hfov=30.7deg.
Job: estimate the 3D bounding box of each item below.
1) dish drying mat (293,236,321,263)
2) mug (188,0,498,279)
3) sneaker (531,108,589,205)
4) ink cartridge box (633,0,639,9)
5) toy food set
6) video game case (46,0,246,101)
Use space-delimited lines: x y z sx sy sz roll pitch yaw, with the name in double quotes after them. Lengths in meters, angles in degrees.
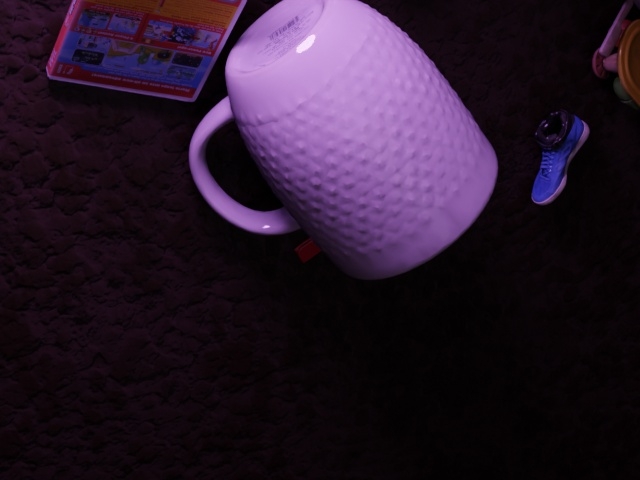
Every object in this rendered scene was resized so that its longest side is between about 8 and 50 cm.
0.000 0.000 1.759 0.083 0.008 0.032 -37 126 -8 "dish drying mat"
-0.003 -0.135 1.560 0.374 0.276 0.328 -26 123 23 "mug"
0.363 -0.135 1.852 0.085 0.058 0.152 26 96 -40 "sneaker"
0.644 -0.475 1.746 0.353 0.207 0.119 -50 127 1 "ink cartridge box"
0.489 -0.282 1.852 0.218 0.071 0.128 38 69 -38 "toy food set"
-0.197 -0.291 1.427 0.204 0.025 0.285 6 137 -30 "video game case"
